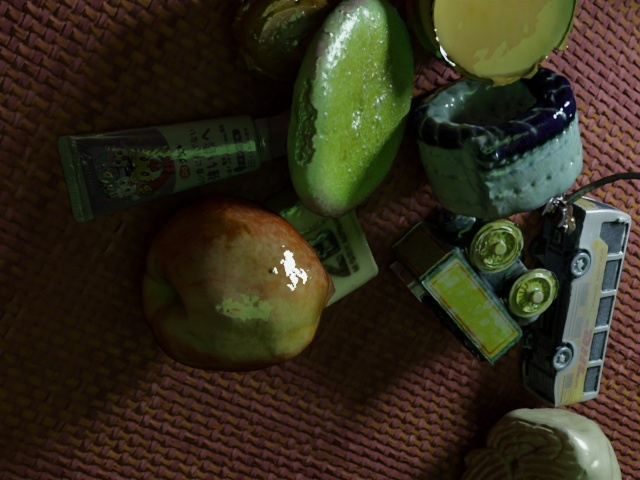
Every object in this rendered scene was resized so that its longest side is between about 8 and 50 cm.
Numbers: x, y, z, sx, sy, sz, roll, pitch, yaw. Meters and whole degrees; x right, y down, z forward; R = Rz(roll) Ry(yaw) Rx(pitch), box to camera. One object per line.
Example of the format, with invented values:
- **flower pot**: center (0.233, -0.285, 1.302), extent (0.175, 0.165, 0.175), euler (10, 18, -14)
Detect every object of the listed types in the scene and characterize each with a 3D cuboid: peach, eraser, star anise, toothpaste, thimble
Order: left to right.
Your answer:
- **toothpaste**: center (-0.178, -0.108, 1.347), extent (0.299, 0.073, 0.114), euler (-14, 113, -13)
- **peach**: center (-0.096, 0.061, 1.358), extent (0.256, 0.232, 0.232), euler (-5, 110, -34)
- **eraser**: center (0.000, 0.000, 1.473), extent (0.117, 0.058, 0.172), euler (-30, 118, -14)
- **thimble**: center (0.245, -0.135, 1.444), extent (0.237, 0.237, 0.150), euler (-29, 120, -15)
- **star anise**: center (0.394, -0.098, 1.503), extent (0.227, 0.218, 0.148), euler (-36, 116, 18)

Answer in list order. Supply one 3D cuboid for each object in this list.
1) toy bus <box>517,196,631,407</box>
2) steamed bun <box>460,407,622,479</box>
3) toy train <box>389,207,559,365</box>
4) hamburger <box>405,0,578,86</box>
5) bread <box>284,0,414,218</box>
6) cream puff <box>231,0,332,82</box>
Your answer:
- **toy bus**: center (0.407, 0.099, 1.686), extent (0.138, 0.097, 0.343), euler (-3, 110, -27)
- **steamed bun**: center (0.373, 0.415, 1.695), extent (0.203, 0.276, 0.289), euler (-1, 96, -37)
- **toy train**: center (0.234, 0.053, 1.568), extent (0.177, 0.134, 0.261), euler (-42, 120, 2)
- **hamburger**: center (0.224, -0.332, 1.410), extent (0.237, 0.149, 0.237), euler (-5, 112, -14)
- **bread**: center (0.052, -0.171, 1.365), extent (0.301, 0.045, 0.301), euler (-38, 137, -47)
- **cream puff**: center (-0.046, -0.270, 1.327), extent (0.144, 0.103, 0.126), euler (-6, 123, -24)
